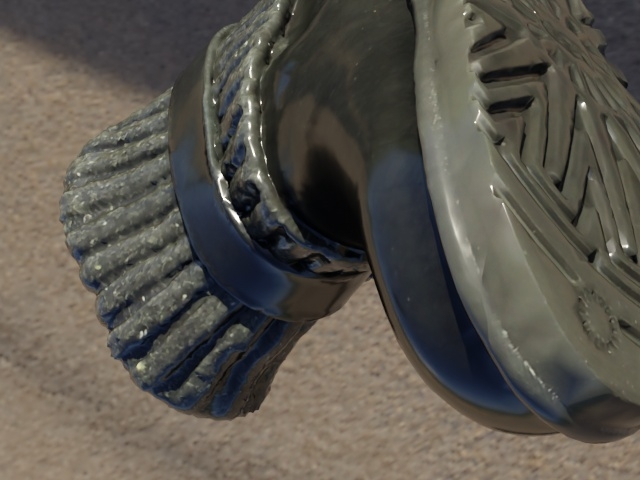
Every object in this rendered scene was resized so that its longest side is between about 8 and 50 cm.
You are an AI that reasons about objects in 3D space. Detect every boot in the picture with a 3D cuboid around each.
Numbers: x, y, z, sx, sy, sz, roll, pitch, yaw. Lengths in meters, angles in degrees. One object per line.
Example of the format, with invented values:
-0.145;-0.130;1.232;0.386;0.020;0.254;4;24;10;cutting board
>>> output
0.003;0.002;0.587;0.131;0.348;0.260;36;117;-26;boot
